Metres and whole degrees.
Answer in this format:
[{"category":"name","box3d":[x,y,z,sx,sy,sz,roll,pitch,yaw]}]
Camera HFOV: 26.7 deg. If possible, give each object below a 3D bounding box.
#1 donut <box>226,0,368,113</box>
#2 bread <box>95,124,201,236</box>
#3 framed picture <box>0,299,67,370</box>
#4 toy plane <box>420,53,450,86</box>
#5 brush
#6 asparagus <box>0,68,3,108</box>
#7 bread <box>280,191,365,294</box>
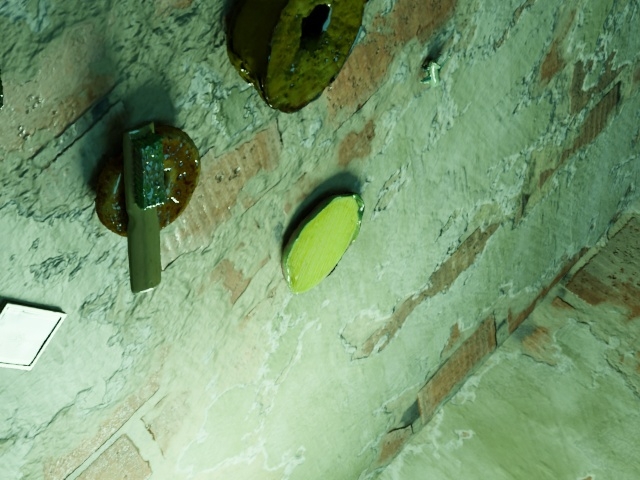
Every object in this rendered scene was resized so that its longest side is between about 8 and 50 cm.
[{"category":"donut","box3d":[-0.034,-0.333,2.011,0.272,0.107,0.272,-44,153,-29]},{"category":"bread","box3d":[-0.256,-0.087,1.994,0.193,0.064,0.193,-34,142,-31]},{"category":"framed picture","box3d":[-0.452,0.143,2.011,0.109,0.011,0.149,-56,154,7]},{"category":"toy plane","box3d":[0.209,-0.314,2.505,0.080,0.033,0.083,-44,160,-19]},{"category":"brush","box3d":[-0.250,-0.040,1.947,0.054,0.048,0.282,-24,133,-33]},{"category":"asparagus","box3d":[-0.425,-0.238,1.475,0.382,0.108,0.128,61,37,-64]},{"category":"bread","box3d":[0.000,0.000,2.552,0.228,0.033,0.228,-41,153,-26]}]
